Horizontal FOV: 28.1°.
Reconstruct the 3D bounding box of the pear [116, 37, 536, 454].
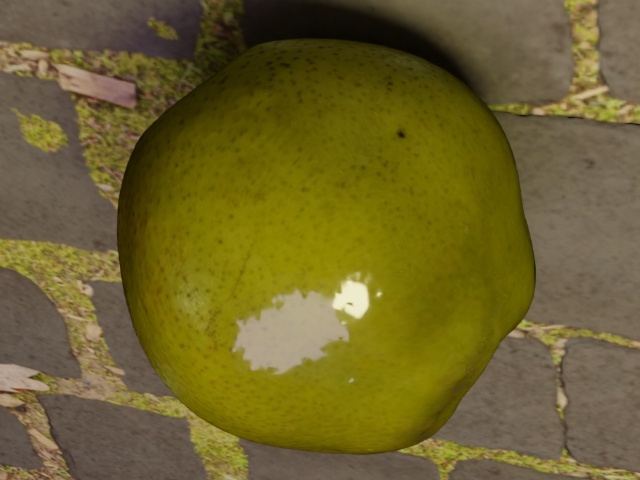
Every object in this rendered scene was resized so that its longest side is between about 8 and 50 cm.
[{"bbox_3d":[0.000,0.000,0.880,0.294,0.294,0.294,11,143,9],"label":"pear"}]
